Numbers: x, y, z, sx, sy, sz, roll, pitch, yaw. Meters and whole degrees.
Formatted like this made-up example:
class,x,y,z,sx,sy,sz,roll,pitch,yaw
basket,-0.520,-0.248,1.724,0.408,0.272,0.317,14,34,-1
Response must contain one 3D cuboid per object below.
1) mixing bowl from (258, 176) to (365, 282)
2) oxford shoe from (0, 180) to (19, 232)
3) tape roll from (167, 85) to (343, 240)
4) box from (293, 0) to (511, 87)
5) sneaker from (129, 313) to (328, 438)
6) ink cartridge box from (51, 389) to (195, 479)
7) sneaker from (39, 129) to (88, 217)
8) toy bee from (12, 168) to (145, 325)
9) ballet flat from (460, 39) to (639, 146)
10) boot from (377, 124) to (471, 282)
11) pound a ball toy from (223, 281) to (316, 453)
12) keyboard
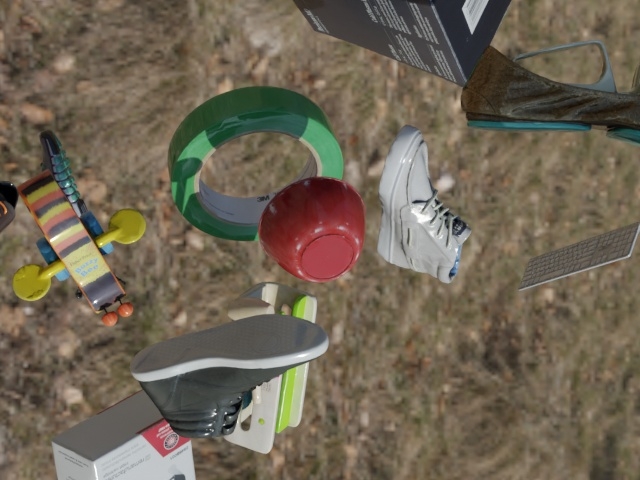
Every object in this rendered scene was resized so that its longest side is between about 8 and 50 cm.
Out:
class,x,y,z,sx,sy,sz,roll,pitch,yaw
mixing bowl,0.000,0.000,1.693,0.098,0.181,0.181,-115,-166,-51
oxford shoe,-0.414,-0.023,1.220,0.097,0.098,0.271,50,5,-14
tape roll,-0.121,-0.137,1.973,0.321,0.321,0.077,79,-3,-47
box,0.106,-0.426,1.672,0.179,0.312,0.343,-64,159,-5
sneaker,-0.115,0.203,1.546,0.105,0.295,0.147,-81,155,-57
ink cartridge box,-0.309,0.413,1.726,0.197,0.114,0.273,-26,122,-44
sneaker,-0.572,-0.118,2.248,0.083,0.098,0.224,-94,165,-81
toy bee,-0.325,0.033,1.538,0.162,0.195,0.298,50,8,35
ballet flat,0.341,-0.173,1.266,0.116,0.342,0.124,-37,135,-86
boot,0.148,-0.043,1.422,0.095,0.123,0.258,-56,160,-29
pound a ball toy,-0.120,0.211,1.856,0.208,0.135,0.319,-33,134,-59
keyboard,0.424,0.029,1.758,0.256,0.014,0.072,-26,-155,55
